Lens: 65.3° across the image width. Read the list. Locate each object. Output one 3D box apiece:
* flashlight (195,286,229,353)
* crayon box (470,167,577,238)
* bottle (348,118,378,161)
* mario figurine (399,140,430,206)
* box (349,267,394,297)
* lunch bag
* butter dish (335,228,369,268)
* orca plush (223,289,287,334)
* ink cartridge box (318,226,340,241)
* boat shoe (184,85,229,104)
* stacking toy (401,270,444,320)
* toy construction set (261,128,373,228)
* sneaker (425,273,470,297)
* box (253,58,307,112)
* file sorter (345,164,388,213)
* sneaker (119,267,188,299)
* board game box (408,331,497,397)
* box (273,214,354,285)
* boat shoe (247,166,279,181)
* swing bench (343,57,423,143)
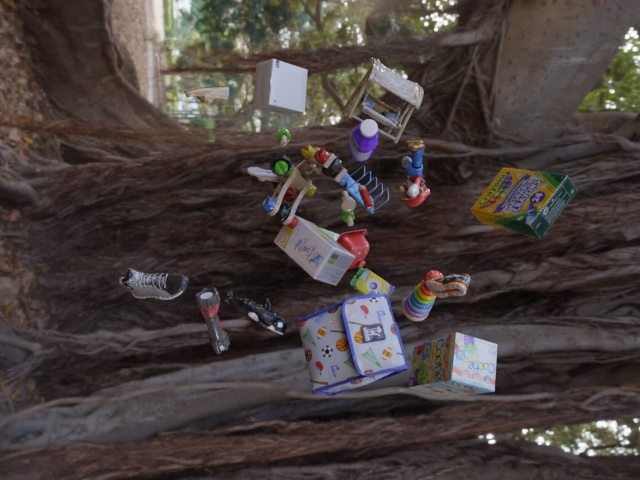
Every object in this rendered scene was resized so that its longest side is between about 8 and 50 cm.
[{"bbox_3d":[-0.473,0.356,2.234,0.103,0.103,0.303,39,-34,50],"label":"flashlight"},{"bbox_3d":[0.652,-0.136,1.677,0.203,0.083,0.323,-51,-153,-6],"label":"crayon box"},{"bbox_3d":[0.175,-0.406,2.008,0.283,0.092,0.118,116,-49,-83],"label":"bottle"},{"bbox_3d":[0.434,-0.316,2.433,0.170,0.198,0.320,12,-64,37],"label":"mario figurine"},{"bbox_3d":[0.228,0.202,2.223,0.105,0.179,0.043,-53,164,-13],"label":"box"},{"bbox_3d":[0.130,0.413,1.996,0.239,0.386,0.327,32,40,-59],"label":"lunch bag"},{"bbox_3d":[0.115,0.052,1.797,0.118,0.160,0.159,46,-56,28],"label":"butter dish"},{"bbox_3d":[-0.251,0.274,2.065,0.102,0.287,0.151,-58,169,-1],"label":"orca plush"},{"bbox_3d":[0.000,0.000,2.509,0.235,0.171,0.056,-22,-126,59],"label":"ink cartridge box"},{"bbox_3d":[-0.389,-0.502,1.732,0.063,0.170,0.059,21,-60,46],"label":"boat shoe"},{"bbox_3d":[0.493,0.252,2.336,0.330,0.141,0.141,108,-25,-55],"label":"stacking toy"},{"bbox_3d":[-0.015,-0.177,1.434,0.237,0.309,0.257,-100,-149,-58],"label":"toy construction set"},{"bbox_3d":[0.511,0.174,1.996,0.215,0.083,0.084,-3,-52,55],"label":"sneaker"},{"bbox_3d":[-0.161,-0.614,2.017,0.119,0.182,0.180,9,-85,48],"label":"box"},{"bbox_3d":[0.207,-0.228,2.190,0.104,0.170,0.118,-38,-156,26],"label":"file sorter"},{"bbox_3d":[-0.542,0.132,1.578,0.132,0.229,0.086,48,39,-53],"label":"sneaker"},{"bbox_3d":[0.404,0.393,1.549,0.275,0.145,0.142,129,-23,-64],"label":"board game box"},{"bbox_3d":[-0.020,0.024,1.437,0.203,0.114,0.103,40,-79,37],"label":"box"},{"bbox_3d":[-0.166,-0.186,1.437,0.035,0.100,0.035,-66,-145,32],"label":"boat shoe"},{"bbox_3d":[0.273,-0.598,2.132,0.254,0.253,0.165,-59,-161,23],"label":"swing bench"}]
